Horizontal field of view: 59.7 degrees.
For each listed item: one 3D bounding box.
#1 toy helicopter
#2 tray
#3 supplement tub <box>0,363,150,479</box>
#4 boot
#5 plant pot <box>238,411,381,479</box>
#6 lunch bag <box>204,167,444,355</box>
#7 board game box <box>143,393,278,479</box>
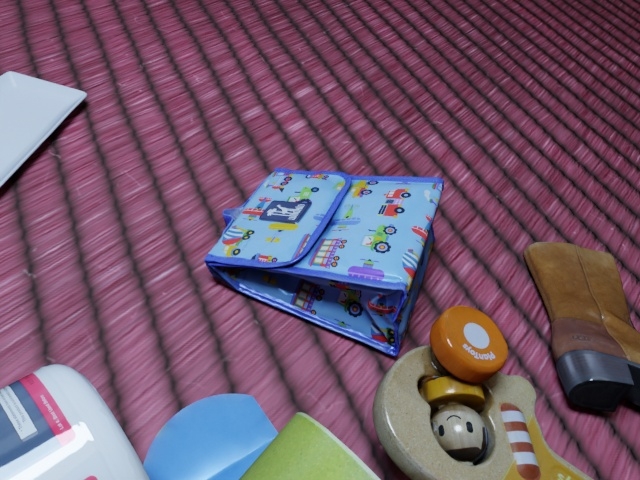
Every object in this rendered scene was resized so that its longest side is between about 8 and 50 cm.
[{"bbox_3d":[0.212,0.251,0.584,0.355,0.140,0.235,32,42,1],"label":"toy helicopter"},{"bbox_3d":[-0.489,-0.167,0.860,0.145,0.030,0.270,15,46,1],"label":"tray"},{"bbox_3d":[-0.281,0.238,0.425,0.272,0.191,0.191,-28,60,-33],"label":"supplement tub"},{"bbox_3d":[0.442,0.127,0.804,0.264,0.096,0.280,7,39,3],"label":"boot"},{"bbox_3d":[-0.039,0.326,0.386,0.294,0.274,0.275,-38,64,-19],"label":"plant pot"},{"bbox_3d":[0.000,0.000,0.782,0.293,0.138,0.221,13,46,15],"label":"lunch bag"},{"bbox_3d":[-0.098,0.244,0.577,0.133,0.033,0.168,-26,53,-26],"label":"board game box"}]
